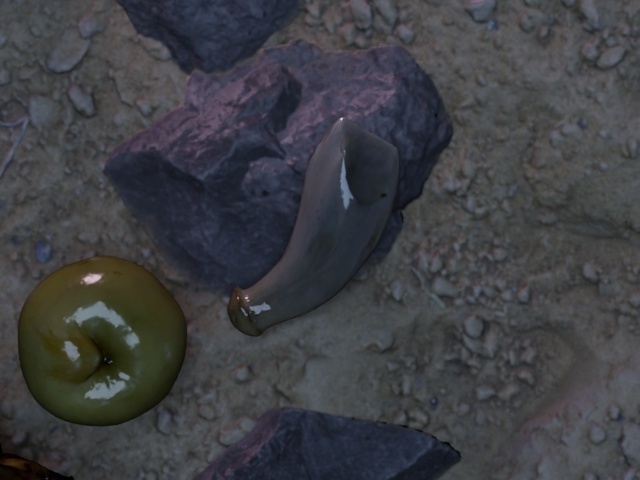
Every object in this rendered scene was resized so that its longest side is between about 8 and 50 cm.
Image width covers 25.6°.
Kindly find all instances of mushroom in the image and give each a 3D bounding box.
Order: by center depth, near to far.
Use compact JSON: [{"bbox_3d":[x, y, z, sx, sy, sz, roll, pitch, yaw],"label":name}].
[{"bbox_3d":[0.000,0.000,1.592,0.118,0.103,0.270,29,94,-2],"label":"mushroom"}]

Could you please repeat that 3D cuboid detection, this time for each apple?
[{"bbox_3d":[-0.235,0.107,1.535,0.200,0.200,0.200,0,89,-2],"label":"apple"}]

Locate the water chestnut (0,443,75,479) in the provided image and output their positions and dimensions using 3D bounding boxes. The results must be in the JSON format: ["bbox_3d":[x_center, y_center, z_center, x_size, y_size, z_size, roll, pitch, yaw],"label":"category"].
[{"bbox_3d":[-0.400,0.274,1.473,0.300,0.300,0.300,0,89,-2],"label":"water chestnut"}]
